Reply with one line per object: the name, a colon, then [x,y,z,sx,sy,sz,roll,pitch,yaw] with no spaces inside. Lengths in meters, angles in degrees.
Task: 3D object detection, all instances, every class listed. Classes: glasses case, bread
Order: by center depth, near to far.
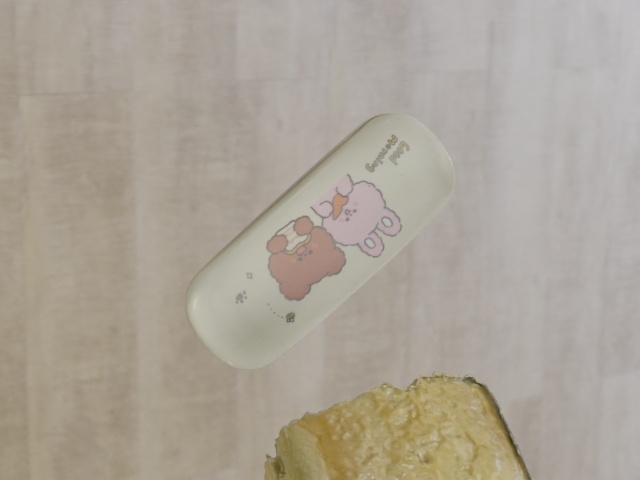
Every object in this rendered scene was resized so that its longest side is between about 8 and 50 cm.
glasses case: [0.000,0.000,0.344,0.083,0.021,0.032,-42,98,-5]
bread: [0.041,0.133,0.660,0.125,0.106,0.082,-9,138,-14]
